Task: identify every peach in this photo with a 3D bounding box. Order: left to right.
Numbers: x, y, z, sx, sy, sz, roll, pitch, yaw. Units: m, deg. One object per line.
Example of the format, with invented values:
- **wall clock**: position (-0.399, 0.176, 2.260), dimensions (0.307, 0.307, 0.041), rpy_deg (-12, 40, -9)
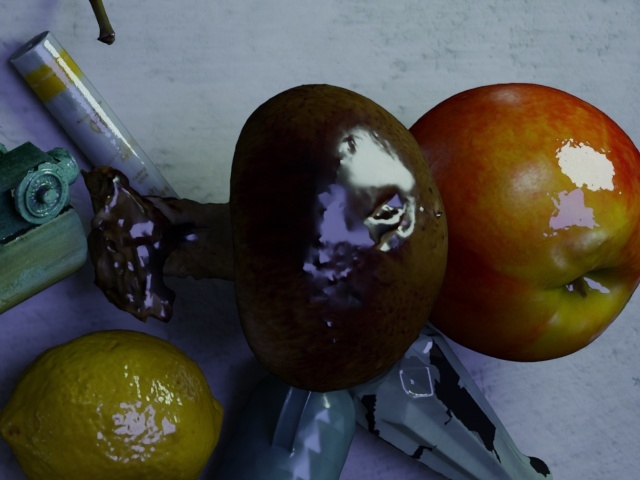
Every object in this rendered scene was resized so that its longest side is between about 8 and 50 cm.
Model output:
- **peach**: position (0.247, -0.036, 1.815), dimensions (0.388, 0.388, 0.388), rpy_deg (4, 83, -40)

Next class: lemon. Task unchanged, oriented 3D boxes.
- **lemon**: position (-0.221, 0.198, 1.502), dimensions (0.260, 0.204, 0.204), rpy_deg (4, 83, -36)

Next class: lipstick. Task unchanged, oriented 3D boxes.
- **lipstick**: position (-0.253, -0.121, 1.598), dimensions (0.264, 0.059, 0.059), rpy_deg (53, 56, -23)

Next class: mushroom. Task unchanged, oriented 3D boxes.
- **mushroom**: position (-0.036, 0.016, 1.569), dimensions (0.334, 0.356, 0.331), rpy_deg (0, 65, -63)

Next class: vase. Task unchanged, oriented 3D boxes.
- **vase**: position (0.176, 0.255, 1.874), dimensions (0.360, 0.165, 0.165), rpy_deg (44, 60, -33)

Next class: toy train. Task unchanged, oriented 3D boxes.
- **toy train**: position (-0.380, 0.008, 1.460), dimensions (0.307, 0.126, 0.189), rpy_deg (-33, 140, -37)

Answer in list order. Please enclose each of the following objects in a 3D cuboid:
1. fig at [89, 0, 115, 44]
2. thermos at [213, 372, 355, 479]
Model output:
- **fig**: position (-0.247, -0.381, 1.573), dimensions (0.204, 0.249, 0.186), rpy_deg (21, 30, 1)
- **thermos**: position (-0.035, 0.233, 1.684), dimensions (0.145, 0.182, 0.286), rpy_deg (17, 69, 8)
